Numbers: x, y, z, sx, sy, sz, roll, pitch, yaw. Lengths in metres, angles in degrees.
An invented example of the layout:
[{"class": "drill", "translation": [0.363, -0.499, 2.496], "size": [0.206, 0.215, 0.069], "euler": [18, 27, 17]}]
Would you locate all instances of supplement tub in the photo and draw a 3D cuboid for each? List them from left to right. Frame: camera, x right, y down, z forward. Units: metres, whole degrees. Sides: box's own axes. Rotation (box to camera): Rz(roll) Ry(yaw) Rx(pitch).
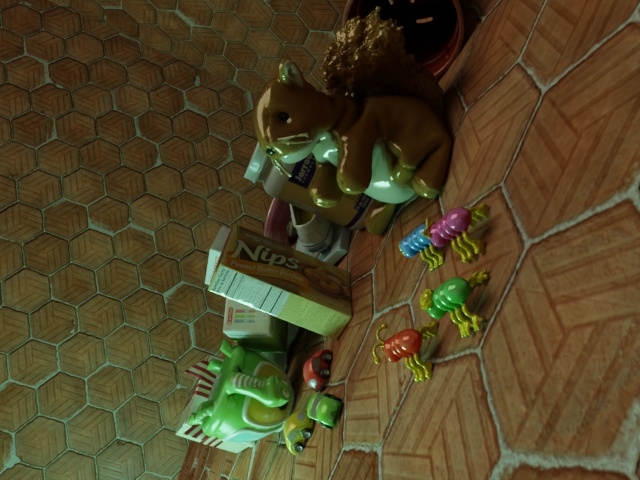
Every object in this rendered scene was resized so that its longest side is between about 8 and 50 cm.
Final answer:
[{"class": "supplement tub", "translation": [-0.002, -0.190, 1.317], "size": [0.241, 0.332, 0.240], "euler": [-158, 90, -78]}]

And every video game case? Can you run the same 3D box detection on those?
[{"class": "video game case", "translation": [0.000, 0.000, 1.593], "size": [0.329, 0.036, 0.299], "euler": [-46, 24, 43]}]

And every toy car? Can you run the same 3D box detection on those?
[{"class": "toy car", "translation": [-0.015, 0.341, 1.088], "size": [0.225, 0.053, 0.238], "euler": [148, 142, -71]}]

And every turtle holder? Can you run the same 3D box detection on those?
[{"class": "turtle holder", "translation": [-0.181, 0.385, 1.333], "size": [0.243, 0.228, 0.320], "euler": [-83, 20, -56]}]

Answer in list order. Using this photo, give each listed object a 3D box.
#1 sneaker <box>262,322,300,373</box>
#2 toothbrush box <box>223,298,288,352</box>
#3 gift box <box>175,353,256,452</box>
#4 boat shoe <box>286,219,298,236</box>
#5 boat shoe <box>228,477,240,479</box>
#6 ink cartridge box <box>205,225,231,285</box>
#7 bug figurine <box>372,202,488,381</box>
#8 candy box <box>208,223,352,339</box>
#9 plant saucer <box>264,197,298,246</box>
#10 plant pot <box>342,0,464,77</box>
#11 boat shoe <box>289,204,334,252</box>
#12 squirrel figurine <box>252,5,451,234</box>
[{"class": "sneaker", "translation": [-0.156, 0.338, 1.555], "size": [0.111, 0.129, 0.297], "euler": [134, 154, -59]}, {"class": "toothbrush box", "translation": [-0.165, 0.181, 1.412], "size": [0.283, 0.122, 0.206], "euler": [79, -168, -68]}, {"class": "gift box", "translation": [-0.323, 0.523, 1.638], "size": [0.258, 0.277, 0.255], "euler": [130, 154, -53]}, {"class": "boat shoe", "translation": [-0.070, -0.059, 2.043], "size": [0.223, 0.074, 0.080], "euler": [-45, -32, -67]}, {"class": "boat shoe", "translation": [-0.253, 0.747, 1.356], "size": [0.081, 0.079, 0.227], "euler": [-54, 21, 37]}, {"class": "ink cartridge box", "translation": [-0.238, 0.101, 1.784], "size": [0.211, 0.289, 0.121], "euler": [111, 179, -47]}, {"class": "bug figurine", "translation": [0.162, 0.055, 0.770], "size": [0.216, 0.072, 0.278], "euler": [129, 160, -55]}, {"class": "candy box", "translation": [-0.085, 0.094, 1.210], "size": [0.183, 0.317, 0.087], "euler": [-88, 24, -61]}, {"class": "plant saucer", "translation": [-0.125, -0.100, 2.119], "size": [0.332, 0.084, 0.332], "euler": [19, -90, -78]}, {"class": "plant pot", "translation": [0.217, -0.555, 1.244], "size": [0.272, 0.273, 0.265], "euler": [-55, 9, 47]}, {"class": "boat shoe", "translation": [-0.045, -0.142, 1.511], "size": [0.136, 0.156, 0.367], "euler": [-17, 43, 17]}, {"class": "squirrel figurine", "translation": [0.059, -0.258, 1.066], "size": [0.281, 0.371, 0.396], "euler": [148, 143, -71]}]
